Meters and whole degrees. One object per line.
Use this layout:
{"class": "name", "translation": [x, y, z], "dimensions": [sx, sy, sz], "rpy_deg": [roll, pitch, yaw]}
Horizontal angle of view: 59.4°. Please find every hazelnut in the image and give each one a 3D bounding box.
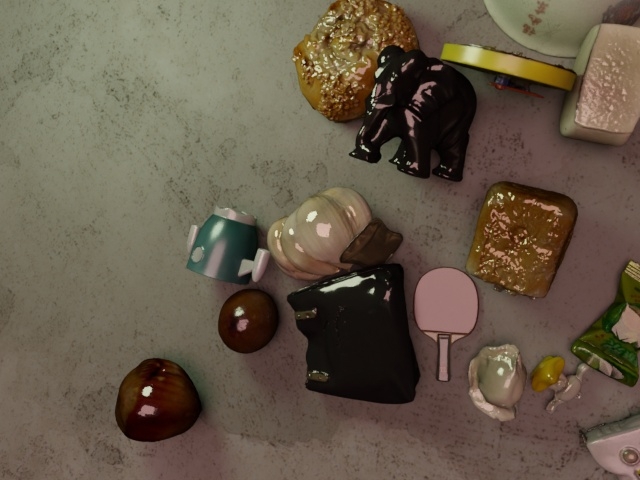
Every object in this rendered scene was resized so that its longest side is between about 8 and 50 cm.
{"class": "hazelnut", "translation": [-0.405, 0.413, 1.424], "dimensions": [0.230, 0.229, 0.229], "rpy_deg": [0, 91, 14]}

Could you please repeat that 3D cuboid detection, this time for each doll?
{"class": "doll", "translation": [0.547, 0.316, 1.266], "dimensions": [0.135, 0.071, 0.113], "rpy_deg": [-30, 92, 7]}

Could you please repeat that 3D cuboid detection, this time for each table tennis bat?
{"class": "table tennis bat", "translation": [0.298, 0.200, 1.344], "dimensions": [0.154, 0.021, 0.274], "rpy_deg": [2, 89, 14]}

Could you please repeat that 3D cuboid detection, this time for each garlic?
{"class": "garlic", "translation": [0.001, -0.002, 1.329], "dimensions": [0.281, 0.185, 0.203], "rpy_deg": [-33, 86, 12]}

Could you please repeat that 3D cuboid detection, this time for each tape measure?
{"class": "tape measure", "translation": [0.714, 0.463, 1.194], "dimensions": [0.236, 0.120, 0.197], "rpy_deg": [-28, 78, 17]}

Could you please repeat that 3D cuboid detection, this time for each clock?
{"class": "clock", "translation": [0.391, -0.355, 1.190], "dimensions": [0.277, 0.293, 0.071], "rpy_deg": [20, 108, 18]}

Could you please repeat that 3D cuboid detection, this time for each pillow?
{"class": "pillow", "translation": [0.123, 0.016, 1.288], "dimensions": [0.130, 0.217, 0.033], "rpy_deg": [-50, 61, 10]}

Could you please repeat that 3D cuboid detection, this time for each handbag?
{"class": "handbag", "translation": [0.077, 0.230, 1.336], "dimensions": [0.288, 0.152, 0.342], "rpy_deg": [-7, 99, 18]}

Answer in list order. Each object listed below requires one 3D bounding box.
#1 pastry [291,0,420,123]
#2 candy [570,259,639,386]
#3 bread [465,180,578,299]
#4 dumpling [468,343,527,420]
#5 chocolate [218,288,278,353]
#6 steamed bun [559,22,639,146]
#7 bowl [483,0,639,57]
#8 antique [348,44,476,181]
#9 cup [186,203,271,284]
{"class": "pastry", "translation": [0.079, -0.432, 1.320], "dimensions": [0.311, 0.162, 0.255], "rpy_deg": [-44, 83, 12]}
{"class": "candy", "translation": [0.678, 0.183, 1.228], "dimensions": [0.149, 0.069, 0.246], "rpy_deg": [32, 103, 16]}
{"class": "bread", "translation": [0.437, 0.000, 1.233], "dimensions": [0.196, 0.176, 0.246], "rpy_deg": [21, 110, 23]}
{"class": "dumpling", "translation": [0.403, 0.317, 1.283], "dimensions": [0.127, 0.108, 0.187], "rpy_deg": [14, 109, 38]}
{"class": "chocolate", "translation": [-0.185, 0.201, 1.390], "dimensions": [0.177, 0.177, 0.176], "rpy_deg": [0, 91, 14]}
{"class": "steamed bun", "translation": [0.605, -0.323, 1.191], "dimensions": [0.146, 0.164, 0.241], "rpy_deg": [14, 93, 11]}
{"class": "bowl", "translation": [0.561, -0.627, 1.183], "dimensions": [0.435, 0.196, 0.434], "rpy_deg": [0, 91, 14]}
{"class": "antique", "translation": [0.214, -0.275, 1.230], "dimensions": [0.185, 0.322, 0.255], "rpy_deg": [34, 116, 43]}
{"class": "cup", "translation": [-0.233, 0.006, 1.398], "dimensions": [0.300, 0.168, 0.173], "rpy_deg": [18, 93, 40]}
